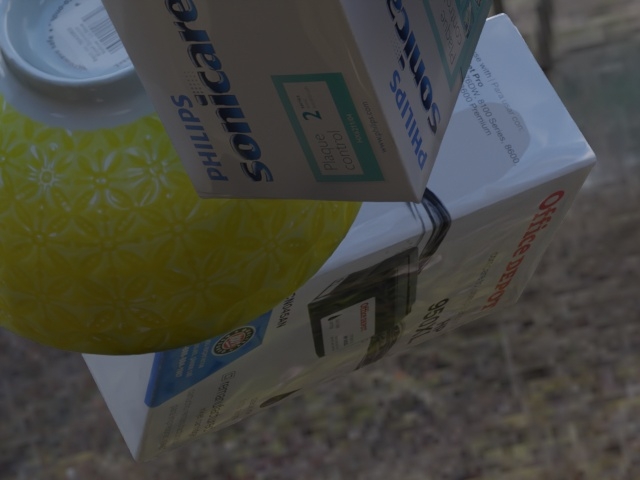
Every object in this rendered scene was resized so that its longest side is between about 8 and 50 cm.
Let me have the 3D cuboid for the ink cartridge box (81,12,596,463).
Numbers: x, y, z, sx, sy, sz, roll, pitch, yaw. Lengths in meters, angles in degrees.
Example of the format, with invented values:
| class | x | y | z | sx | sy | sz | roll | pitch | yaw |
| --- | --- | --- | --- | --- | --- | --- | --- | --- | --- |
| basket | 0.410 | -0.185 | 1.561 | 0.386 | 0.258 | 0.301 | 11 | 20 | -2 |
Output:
| class | x | y | z | sx | sy | sz | roll | pitch | yaw |
| --- | --- | --- | --- | --- | --- | --- | --- | --- | --- |
| ink cartridge box | 0.000 | 0.000 | 1.630 | 0.395 | 0.166 | 0.285 | -22 | -21 | -20 |

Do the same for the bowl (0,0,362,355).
| class | x | y | z | sx | sy | sz | roll | pitch | yaw |
| --- | --- | --- | --- | --- | --- | --- | --- | --- | --- |
| bowl | -0.119 | -0.091 | 1.157 | 0.289 | 0.289 | 0.156 | -12 | -33 | 2 |

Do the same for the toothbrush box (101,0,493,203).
| class | x | y | z | sx | sy | sz | roll | pitch | yaw |
| --- | --- | --- | --- | --- | --- | --- | --- | --- | --- |
| toothbrush box | 0.004 | -0.195 | 0.941 | 0.126 | 0.216 | 0.295 | 2 | 48 | 25 |
